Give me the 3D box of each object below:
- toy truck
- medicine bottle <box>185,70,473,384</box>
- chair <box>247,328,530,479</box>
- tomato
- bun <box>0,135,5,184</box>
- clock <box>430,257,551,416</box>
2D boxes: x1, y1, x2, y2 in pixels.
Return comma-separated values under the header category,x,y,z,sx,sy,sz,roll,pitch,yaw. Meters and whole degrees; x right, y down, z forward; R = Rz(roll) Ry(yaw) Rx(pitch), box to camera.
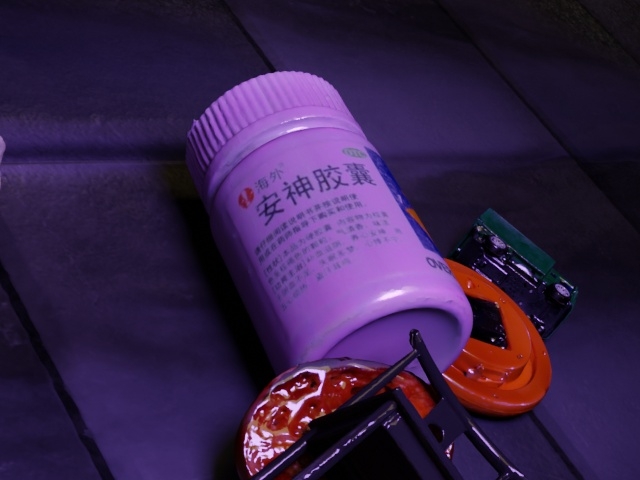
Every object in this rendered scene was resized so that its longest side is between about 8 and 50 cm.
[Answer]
category,x,y,z,sx,sy,sz,roll,pitch,yaw
toy truck,0.219,0.040,1.321,0.147,0.065,0.079,40,29,10
medicine bottle,0.000,0.000,1.067,0.178,0.178,0.291,6,43,-37
chair,0.053,0.181,0.824,0.260,0.141,0.154,-36,91,-31
tomato,0.010,0.171,0.932,0.174,0.082,0.166,29,61,-14
bun,-0.343,-0.086,0.848,0.259,0.160,0.259,40,28,-27
clock,0.150,0.093,1.203,0.205,0.051,0.205,25,34,-18
